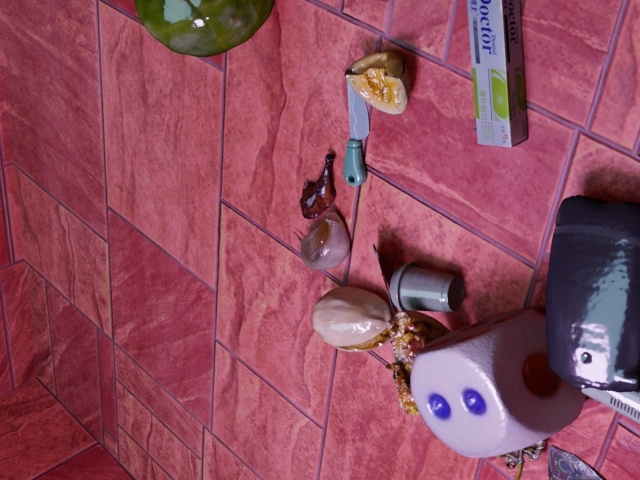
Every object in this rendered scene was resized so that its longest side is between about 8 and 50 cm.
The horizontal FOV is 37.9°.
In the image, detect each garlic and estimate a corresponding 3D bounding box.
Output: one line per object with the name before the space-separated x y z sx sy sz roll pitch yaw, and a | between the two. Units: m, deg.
garlic | -0.002 0.011 2.304 0.198 0.091 0.128 -30 72 59

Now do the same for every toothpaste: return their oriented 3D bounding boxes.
toothpaste | 0.323 -0.342 1.716 0.081 0.067 0.336 13 120 42

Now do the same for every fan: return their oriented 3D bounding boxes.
fan | 0.142 0.084 2.065 0.310 0.010 0.182 39 -147 -85

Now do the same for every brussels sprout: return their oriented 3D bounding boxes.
brussels sprout | -0.249 -0.579 2.070 0.289 0.281 0.354 -18 62 27

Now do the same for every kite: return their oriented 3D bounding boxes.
kite | 0.539 0.582 2.045 0.152 0.015 0.285 35 132 36

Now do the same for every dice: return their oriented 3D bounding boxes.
dice | 0.358 0.285 1.887 0.251 0.259 0.243 -24 90 54

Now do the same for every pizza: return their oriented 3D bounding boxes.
pizza | 0.237 0.282 2.016 0.081 0.228 0.289 -6 134 49

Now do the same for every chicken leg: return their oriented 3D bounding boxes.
chicken leg | -0.003 -0.122 2.245 0.205 0.053 0.093 -44 62 48

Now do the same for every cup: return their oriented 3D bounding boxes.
cup | 0.237 0.107 2.050 0.141 0.120 0.120 2 113 36

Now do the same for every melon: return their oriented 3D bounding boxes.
melon | 0.140 -0.329 1.939 0.160 0.079 0.128 13 141 44

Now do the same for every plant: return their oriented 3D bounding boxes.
plant | 0.428 0.462 2.013 0.116 0.104 0.122 -43 37 44

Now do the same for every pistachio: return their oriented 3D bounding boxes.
pistachio | 0.085 0.192 2.255 0.230 0.157 0.157 5 115 34

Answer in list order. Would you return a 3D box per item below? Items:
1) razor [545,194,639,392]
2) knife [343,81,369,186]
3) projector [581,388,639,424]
razor | 0.500 0.096 1.653 0.204 0.113 0.348 8 97 44
knife | 0.081 -0.243 2.089 0.063 0.035 0.260 21 122 37
projector | 0.643 0.311 1.686 0.337 0.108 0.108 29 131 37
